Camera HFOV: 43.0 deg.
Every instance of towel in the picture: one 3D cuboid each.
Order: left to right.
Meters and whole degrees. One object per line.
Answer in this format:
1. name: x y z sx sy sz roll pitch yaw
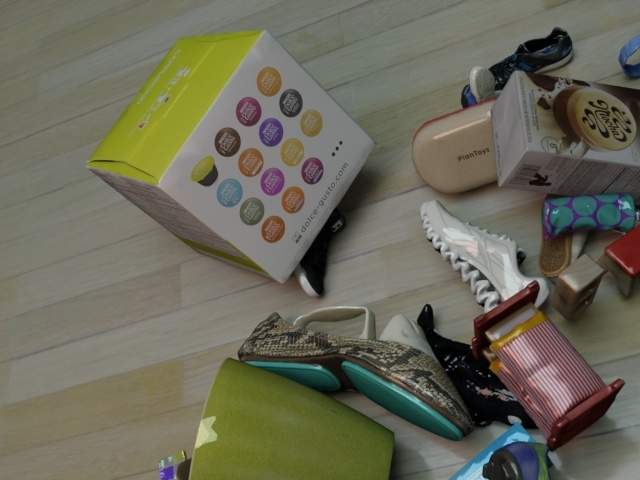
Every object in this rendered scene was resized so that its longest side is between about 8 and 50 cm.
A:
1. towel: -0.276 0.442 1.529 0.060 0.009 0.083 -23 56 14

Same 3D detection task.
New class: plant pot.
1. plant pot: -0.035 0.352 1.320 0.294 0.274 0.274 10 66 6

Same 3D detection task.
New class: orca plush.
1. orca plush: 0.255 0.202 1.351 0.151 0.102 0.287 -39 53 1

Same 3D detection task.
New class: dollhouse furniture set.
1. dollhouse furniture set: 0.432 0.122 1.234 0.374 0.152 0.201 -33 62 -10

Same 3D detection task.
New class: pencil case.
1. pencil case: 0.445 -0.041 1.350 0.152 0.064 0.070 -3 88 7

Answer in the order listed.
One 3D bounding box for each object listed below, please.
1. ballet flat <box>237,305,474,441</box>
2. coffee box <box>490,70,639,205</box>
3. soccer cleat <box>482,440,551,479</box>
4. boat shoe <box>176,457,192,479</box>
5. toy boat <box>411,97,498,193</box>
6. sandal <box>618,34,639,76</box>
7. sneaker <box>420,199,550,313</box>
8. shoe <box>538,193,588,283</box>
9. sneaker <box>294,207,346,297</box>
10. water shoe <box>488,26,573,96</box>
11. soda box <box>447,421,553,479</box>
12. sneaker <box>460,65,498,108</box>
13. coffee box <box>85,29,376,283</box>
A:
1. ballet flat: 0.065 0.196 1.400 0.483 0.164 0.182 7 56 39
2. coffee box: 0.452 -0.168 1.367 0.297 0.119 0.168 6 60 -10
3. soccer cleat: 0.318 0.433 1.168 0.093 0.121 0.289 -21 79 60
4. boat shoe: -0.182 0.480 1.426 0.080 0.073 0.223 -26 47 -21
5. toy boat: 0.290 -0.189 1.547 0.231 0.151 0.151 -17 20 25
6. sandal: 0.653 -0.404 1.492 0.138 0.126 0.317 20 72 37
7. sneaker: 0.285 0.025 1.425 0.118 0.110 0.292 -44 60 14
8. shoe: 0.429 -0.021 1.428 0.077 0.058 0.219 -8 54 45
9. sneaker: 0.000 0.000 1.601 0.121 0.079 0.216 -25 54 13
10. water shoe: 0.396 -0.359 1.611 0.203 0.080 0.072 -26 54 11
11. soda box: 0.257 0.383 1.270 0.210 0.067 0.071 -40 54 1
12. sneaker: 0.300 -0.288 1.575 0.085 0.152 0.058 30 82 41
13. coffee box: -0.177 -0.167 1.567 0.338 0.334 0.337 16 70 53
